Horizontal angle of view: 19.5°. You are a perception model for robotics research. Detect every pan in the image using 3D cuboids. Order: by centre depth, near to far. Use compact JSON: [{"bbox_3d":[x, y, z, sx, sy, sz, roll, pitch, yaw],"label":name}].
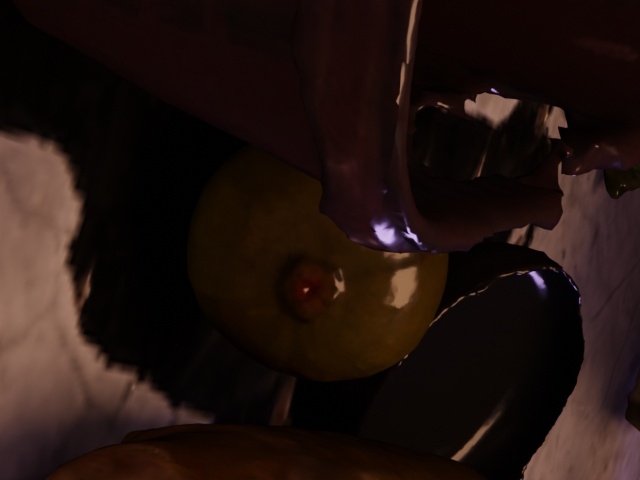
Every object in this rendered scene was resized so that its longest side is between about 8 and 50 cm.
[{"bbox_3d":[0.017,0.090,0.639,0.212,0.040,0.115,-51,141,-12],"label":"pan"}]

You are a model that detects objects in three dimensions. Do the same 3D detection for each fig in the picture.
[{"bbox_3d":[0.000,0.000,0.532,0.088,0.074,0.074,-83,180,-72],"label":"fig"}]

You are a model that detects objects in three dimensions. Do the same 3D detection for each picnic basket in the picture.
[{"bbox_3d":[0.024,-0.160,0.426,0.222,0.129,0.297,-20,123,-58],"label":"picnic basket"}]

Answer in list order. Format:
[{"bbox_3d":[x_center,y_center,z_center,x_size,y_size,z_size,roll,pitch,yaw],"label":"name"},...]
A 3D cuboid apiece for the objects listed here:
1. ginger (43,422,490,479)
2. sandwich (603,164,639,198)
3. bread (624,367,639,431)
[{"bbox_3d":[0.004,0.118,0.534,0.309,0.107,0.133,26,83,-49],"label":"ginger"},{"bbox_3d":[0.198,-0.174,0.745,0.292,0.109,0.212,-61,150,-20],"label":"sandwich"},{"bbox_3d":[0.303,0.020,0.827,0.211,0.316,0.270,26,81,-19],"label":"bread"}]
